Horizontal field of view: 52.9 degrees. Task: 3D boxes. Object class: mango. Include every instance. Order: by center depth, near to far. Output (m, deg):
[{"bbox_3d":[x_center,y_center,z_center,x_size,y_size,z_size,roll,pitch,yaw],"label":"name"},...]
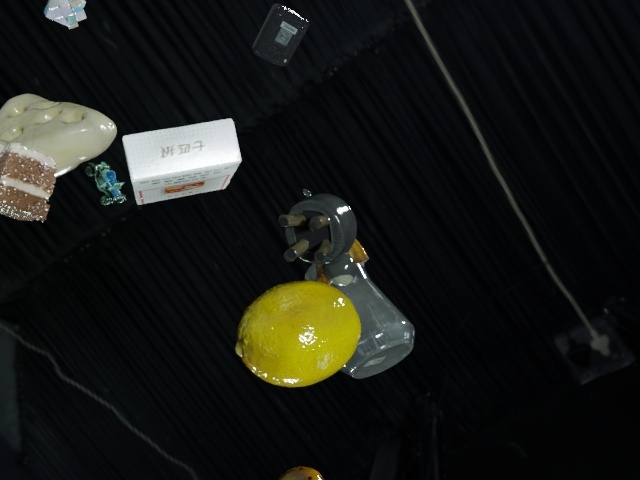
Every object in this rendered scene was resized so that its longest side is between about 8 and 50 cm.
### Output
[{"bbox_3d":[-0.067,0.798,2.105,0.178,0.090,0.115,-8,-131,34],"label":"mango"}]

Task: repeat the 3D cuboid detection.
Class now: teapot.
[{"bbox_3d":[0.088,0.222,1.916,0.300,0.344,0.253,-21,151,-11],"label":"teapot"}]

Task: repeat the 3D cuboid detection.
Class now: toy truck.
[{"bbox_3d":[-0.688,-0.194,2.089,0.078,0.154,0.080,-32,174,29],"label":"toy truck"}]

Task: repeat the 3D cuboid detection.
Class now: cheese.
[{"bbox_3d":[-0.678,-0.289,1.660,0.328,0.130,0.351,-15,-137,7],"label":"cheese"}]

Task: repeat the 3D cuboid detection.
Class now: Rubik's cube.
[{"bbox_3d":[-0.499,-0.463,1.276,0.084,0.073,0.075,-49,-142,26],"label":"Rubik's cube"}]

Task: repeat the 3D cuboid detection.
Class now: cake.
[{"bbox_3d":[-0.672,-0.130,1.430,0.135,0.134,0.147,-1,-110,40],"label":"cake"}]

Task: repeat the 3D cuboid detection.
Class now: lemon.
[{"bbox_3d":[-0.046,0.201,1.401,0.263,0.236,0.236,-39,-170,-17],"label":"lemon"}]

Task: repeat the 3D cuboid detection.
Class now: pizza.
[{"bbox_3d":[0.042,0.055,1.642,0.184,0.176,0.036,20,-167,38],"label":"pizza"}]

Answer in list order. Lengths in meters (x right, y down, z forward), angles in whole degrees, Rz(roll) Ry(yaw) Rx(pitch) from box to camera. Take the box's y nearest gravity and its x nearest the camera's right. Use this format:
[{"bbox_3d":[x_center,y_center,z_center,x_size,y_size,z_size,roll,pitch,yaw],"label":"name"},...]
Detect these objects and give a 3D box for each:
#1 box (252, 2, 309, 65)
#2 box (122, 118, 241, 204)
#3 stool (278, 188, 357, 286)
[{"bbox_3d":[-0.090,-0.462,1.461,0.126,0.027,0.125,3,122,-58],"label":"box"},{"bbox_3d":[-0.292,-0.157,1.348,0.210,0.095,0.330,-12,180,-15],"label":"box"},{"bbox_3d":[0.007,-0.005,1.462,0.153,0.228,0.139,-48,172,30],"label":"stool"}]
